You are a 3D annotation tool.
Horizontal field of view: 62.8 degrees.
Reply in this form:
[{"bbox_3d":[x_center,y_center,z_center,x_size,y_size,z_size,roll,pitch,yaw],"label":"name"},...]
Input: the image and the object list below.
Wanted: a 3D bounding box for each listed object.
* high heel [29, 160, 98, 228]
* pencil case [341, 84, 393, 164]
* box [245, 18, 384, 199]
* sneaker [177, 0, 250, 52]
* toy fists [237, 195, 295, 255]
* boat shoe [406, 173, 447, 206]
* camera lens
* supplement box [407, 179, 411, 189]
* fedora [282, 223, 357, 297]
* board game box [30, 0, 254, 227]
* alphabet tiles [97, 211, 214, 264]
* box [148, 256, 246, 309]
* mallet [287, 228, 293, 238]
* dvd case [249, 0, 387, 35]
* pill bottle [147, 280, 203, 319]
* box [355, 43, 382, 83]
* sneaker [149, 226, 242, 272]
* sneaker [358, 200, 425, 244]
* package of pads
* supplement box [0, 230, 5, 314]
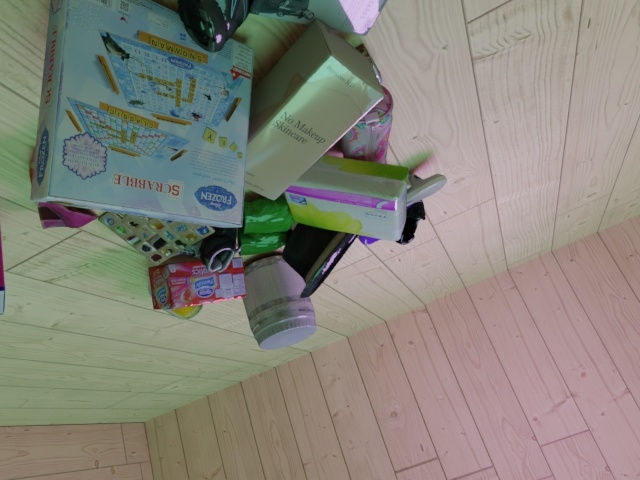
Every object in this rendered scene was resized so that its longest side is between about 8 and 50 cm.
[{"bbox_3d":[-0.528,-0.094,1.089,0.117,0.082,0.244,-12,154,-26],"label":"high heel"},{"bbox_3d":[0.106,-0.235,1.218,0.124,0.124,0.284,-18,155,-5],"label":"pencil case"},{"bbox_3d":[-0.049,-0.231,0.976,0.148,0.121,0.311,23,129,-37],"label":"box"},{"bbox_3d":[-0.158,-0.401,0.730,0.106,0.101,0.267,-43,157,-23],"label":"sneaker"},{"bbox_3d":[-0.154,-0.042,1.469,0.143,0.096,0.279,-4,154,-15],"label":"toy fists"},{"bbox_3d":[0.263,-0.154,1.553,0.228,0.081,0.079,-27,164,34],"label":"boat shoe"},{"bbox_3d":[-0.147,0.202,1.765,0.220,0.274,0.219,-16,156,-7],"label":"camera lens"},{"bbox_3d":[0.205,-0.173,1.494,0.099,0.062,0.036,2,148,-38],"label":"supplement box"},{"bbox_3d":[0.000,0.000,1.512,0.334,0.153,0.334,-52,174,-8],"label":"fedora"},{"bbox_3d":[-0.253,-0.193,0.808,0.066,0.317,0.319,-1,173,44],"label":"board game box"},{"bbox_3d":[-0.384,-0.047,1.284,0.237,0.009,0.198,-28,129,17],"label":"alphabet tiles"},{"bbox_3d":[-0.359,0.124,1.548,0.257,0.128,0.123,-5,177,-45],"label":"box"},{"bbox_3d":[-0.031,-0.043,1.639,0.190,0.062,0.039,-34,158,-4],"label":"mallet"},{"bbox_3d":[0.018,-0.427,0.852,0.239,0.029,0.179,-4,152,-33],"label":"dvd case"},{"bbox_3d":[-0.460,0.173,1.663,0.118,0.117,0.208,-21,156,2],"label":"pill bottle"},{"bbox_3d":[-0.032,-0.283,1.078,0.324,0.063,0.067,-26,153,14],"label":"box"},{"bbox_3d":[-0.334,0.024,1.394,0.269,0.153,0.101,-24,155,11],"label":"sneaker"},{"bbox_3d":[0.229,-0.039,1.695,0.102,0.146,0.293,0,149,-37],"label":"sneaker"},{"bbox_3d":[0.061,-0.103,1.275,0.297,0.101,0.229,11,157,14],"label":"package of pads"},{"bbox_3d":[-0.704,0.033,1.053,0.111,0.219,0.114,-3,150,-34],"label":"supplement box"}]
